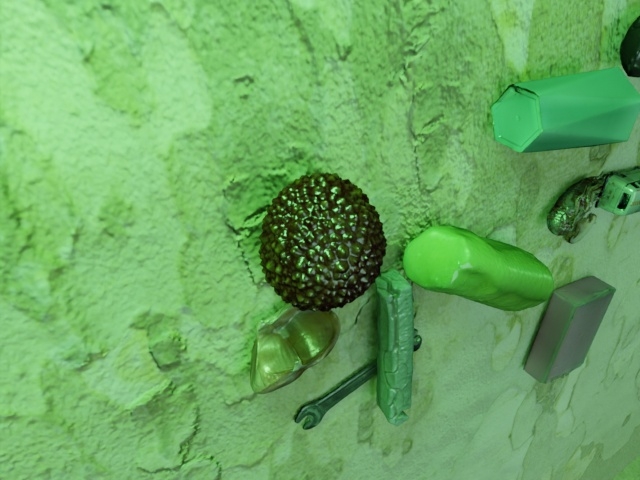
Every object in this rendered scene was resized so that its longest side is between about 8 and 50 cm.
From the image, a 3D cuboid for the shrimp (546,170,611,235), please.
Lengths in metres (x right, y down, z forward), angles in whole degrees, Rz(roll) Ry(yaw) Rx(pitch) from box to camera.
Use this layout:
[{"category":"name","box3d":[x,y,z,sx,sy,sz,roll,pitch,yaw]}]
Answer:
[{"category":"shrimp","box3d":[0.543,-0.083,1.292,0.190,0.075,0.073,-45,106,-20]}]

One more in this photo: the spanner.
[{"category":"spanner","box3d":[0.076,0.262,1.185,0.302,0.017,0.071,-34,131,-15]}]

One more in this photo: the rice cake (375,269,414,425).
[{"category":"rice cake","box3d":[0.135,0.208,1.140,0.063,0.066,0.336,-17,123,-16]}]

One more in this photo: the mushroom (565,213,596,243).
[{"category":"mushroom","box3d":[0.594,-0.027,1.408,0.101,0.019,0.049,-35,137,-19]}]

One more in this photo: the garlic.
[{"category":"garlic","box3d":[-0.039,0.170,0.969,0.174,0.099,0.124,-28,148,-23]}]

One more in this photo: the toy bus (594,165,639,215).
[{"category":"toy bus","box3d":[0.710,-0.110,1.394,0.194,0.089,0.087,-12,126,-35]}]

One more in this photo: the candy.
[{"category":"candy","box3d":[0.302,0.061,1.140,0.343,0.142,0.132,14,122,-44]}]

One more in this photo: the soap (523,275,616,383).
[{"category":"soap","box3d":[0.632,0.226,1.575,0.181,0.081,0.259,-15,127,-33]}]

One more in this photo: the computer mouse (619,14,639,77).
[{"category":"computer mouse","box3d":[0.609,-0.369,1.135,0.217,0.073,0.122,-27,136,-32]}]

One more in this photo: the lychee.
[{"category":"lychee","box3d":[0.000,0.000,0.823,0.188,0.188,0.188,-22,131,-27]}]

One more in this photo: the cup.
[{"category":"cup","box3d":[0.409,-0.217,1.036,0.236,0.134,0.148,-11,123,-33]}]
